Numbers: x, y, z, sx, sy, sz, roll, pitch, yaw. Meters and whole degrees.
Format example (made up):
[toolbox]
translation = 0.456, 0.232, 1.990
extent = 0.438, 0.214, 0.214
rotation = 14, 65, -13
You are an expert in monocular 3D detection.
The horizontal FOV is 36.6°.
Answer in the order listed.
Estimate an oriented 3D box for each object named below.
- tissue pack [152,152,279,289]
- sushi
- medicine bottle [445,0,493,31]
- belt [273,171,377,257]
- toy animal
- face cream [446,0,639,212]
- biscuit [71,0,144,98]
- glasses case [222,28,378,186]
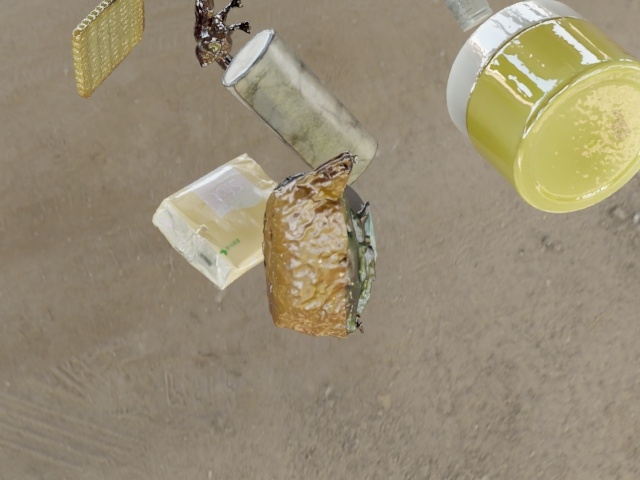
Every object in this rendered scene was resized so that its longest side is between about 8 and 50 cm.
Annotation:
[tissue pack]
translation = -0.149, -0.038, 1.663
extent = 0.186, 0.090, 0.222
rotation = 45, 46, 10
[sushi]
translation = -0.001, 0.000, 1.200
extent = 0.140, 0.287, 0.149
rotation = -5, 30, -8
[medicine bottle]
translation = 0.233, -0.393, 1.570
extent = 0.058, 0.058, 0.091
rotation = -33, 93, -21
[belt]
translation = 0.004, -0.003, 1.420
extent = 0.151, 0.078, 0.198
rotation = -28, 71, 27
[toy animal]
translation = -0.224, -0.415, 1.978
extent = 0.116, 0.218, 0.179
rotation = 7, 42, 27
[face cream]
translation = 0.297, -0.171, 1.235
extent = 0.218, 0.218, 0.179
rotation = -17, 42, -14
[biscuit]
translation = -0.437, -0.428, 2.005
extent = 0.029, 0.172, 0.254
rotation = 20, 48, 11
[glasses case]
translation = -0.025, -0.199, 1.530
extent = 0.114, 0.299, 0.060
rotation = -51, 41, -3
